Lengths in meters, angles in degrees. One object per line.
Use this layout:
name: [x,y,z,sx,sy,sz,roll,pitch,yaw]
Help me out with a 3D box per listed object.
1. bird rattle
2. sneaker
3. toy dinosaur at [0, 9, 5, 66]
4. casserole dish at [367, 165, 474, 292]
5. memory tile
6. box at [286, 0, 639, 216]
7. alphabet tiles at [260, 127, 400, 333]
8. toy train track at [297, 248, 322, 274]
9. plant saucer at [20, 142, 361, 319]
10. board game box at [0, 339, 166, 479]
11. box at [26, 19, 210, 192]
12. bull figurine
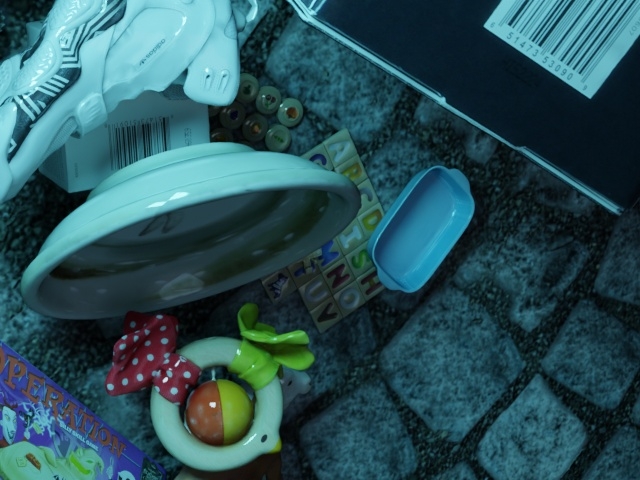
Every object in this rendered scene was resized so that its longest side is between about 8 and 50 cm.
bird rattle: [-0.132,0.178,1.771,0.253,0.143,0.207,-8,93,-26]
sneaker: [-0.215,-0.163,1.548,0.210,0.137,0.366,32,83,-27]
toy dinosaur: [-0.406,-0.247,1.521,0.160,0.313,0.121,3,77,-7]
casserole dish: [0.132,-0.018,1.986,0.114,0.037,0.188,43,78,-34]
memory tile: [-0.096,-0.150,1.837,0.148,0.012,0.113,26,92,-33]
box: [0.162,-0.336,1.623,0.480,0.472,0.297,27,106,-33]
alphabet tiles: [0.000,0.000,1.941,0.198,0.009,0.237,-35,119,-16]
toy train track: [-0.019,0.006,1.919,0.048,0.014,0.083,-17,112,-24]
plant saucer: [-0.155,-0.024,1.684,0.400,0.400,0.100,-10,73,-27]
board game box: [-0.324,0.274,1.744,0.056,0.208,0.347,-29,126,24]
box: [-0.232,-0.165,1.692,0.181,0.119,0.182,-11,110,-26]
bull figurine: [-0.108,0.301,1.887,0.310,0.101,0.188,-50,133,-34]
